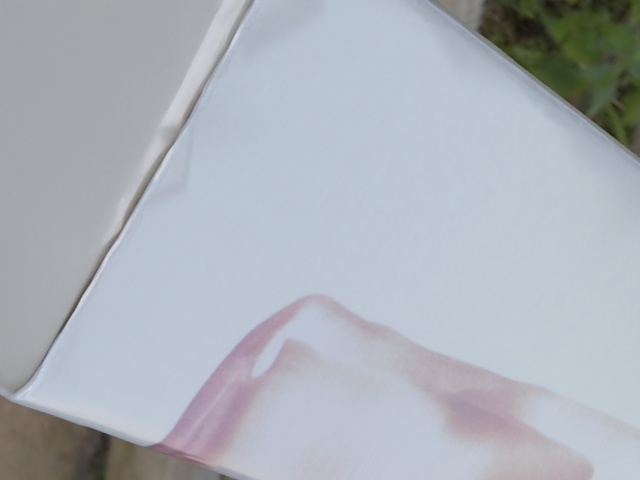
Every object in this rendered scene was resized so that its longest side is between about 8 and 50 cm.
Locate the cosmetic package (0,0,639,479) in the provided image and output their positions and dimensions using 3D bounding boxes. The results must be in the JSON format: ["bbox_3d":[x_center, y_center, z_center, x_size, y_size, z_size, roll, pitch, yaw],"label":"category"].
[{"bbox_3d":[0.000,0.000,0.565,0.296,0.153,0.129,29,90,-49],"label":"cosmetic package"}]
